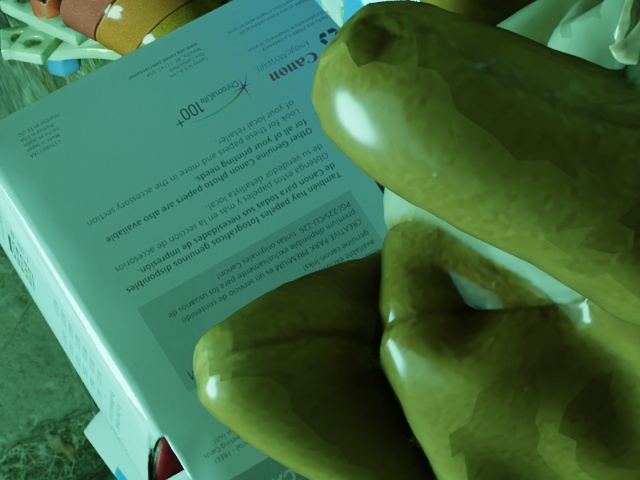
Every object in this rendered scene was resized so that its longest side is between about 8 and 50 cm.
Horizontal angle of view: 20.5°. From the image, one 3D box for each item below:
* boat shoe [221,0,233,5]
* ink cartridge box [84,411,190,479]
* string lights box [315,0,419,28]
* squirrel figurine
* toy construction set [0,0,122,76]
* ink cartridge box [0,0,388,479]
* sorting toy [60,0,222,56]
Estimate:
[{"bbox_3d":[-0.020,-0.125,1.243,0.302,0.109,0.094,56,161,27],"label":"boat shoe"},{"bbox_3d":[-0.060,0.201,1.637,0.233,0.168,0.171,37,-178,-38],"label":"ink cartridge box"},{"bbox_3d":[0.040,-0.183,0.905,0.259,0.077,0.133,49,136,19],"label":"string lights box"},{"bbox_3d":[0.199,-0.017,0.594,0.397,0.281,0.370,37,148,-7],"label":"squirrel figurine"},{"bbox_3d":[-0.163,-0.110,1.642,0.215,0.151,0.327,46,169,42],"label":"toy construction set"},{"bbox_3d":[0.000,0.000,1.023,0.272,0.309,0.130,57,163,14],"label":"ink cartridge box"},{"bbox_3d":[-0.049,-0.200,1.120,0.126,0.127,0.365,53,144,9],"label":"sorting toy"}]
